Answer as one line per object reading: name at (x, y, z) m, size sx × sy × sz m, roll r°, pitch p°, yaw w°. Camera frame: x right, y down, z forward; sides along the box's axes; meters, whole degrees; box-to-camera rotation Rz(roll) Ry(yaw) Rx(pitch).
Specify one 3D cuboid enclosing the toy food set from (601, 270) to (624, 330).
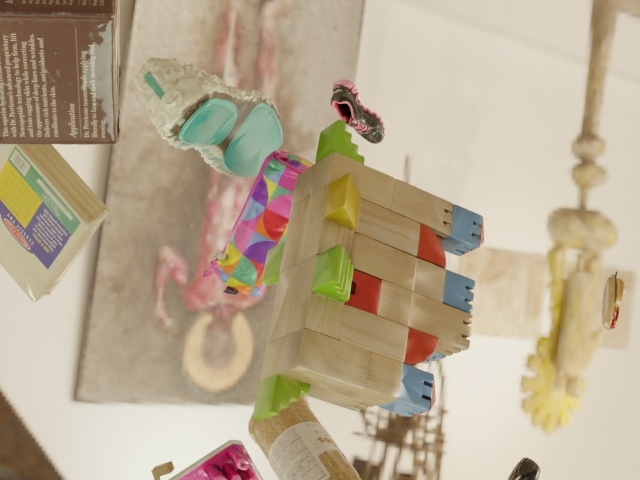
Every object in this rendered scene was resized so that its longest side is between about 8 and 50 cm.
toy food set at (0.413, 0.086, 1.689) m, size 0.020 × 0.083 × 0.082 m, roll 5°, pitch -163°, yaw 7°

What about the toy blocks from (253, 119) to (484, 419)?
toy blocks at (0.080, 0.073, 1.528) m, size 0.261 × 0.381 × 0.190 m, roll 22°, pitch 153°, yaw -25°

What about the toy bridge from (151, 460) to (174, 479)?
toy bridge at (-0.246, 0.469, 2.023) m, size 0.063 × 0.188 × 0.026 m, roll -19°, pitch -170°, yaw 14°

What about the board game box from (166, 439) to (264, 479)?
board game box at (-0.210, 0.559, 1.877) m, size 0.390 × 0.390 × 0.050 m, roll -32°, pitch -149°, yaw -11°

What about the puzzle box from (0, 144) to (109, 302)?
puzzle box at (-0.523, -0.120, 1.878) m, size 0.052 × 0.409 × 0.272 m, roll -38°, pitch 176°, yaw -42°

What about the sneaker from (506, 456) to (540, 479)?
sneaker at (0.347, 0.489, 1.998) m, size 0.124 × 0.283 × 0.107 m, roll 22°, pitch -147°, yaw 17°

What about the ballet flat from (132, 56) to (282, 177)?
ballet flat at (-0.166, -0.198, 1.801) m, size 0.147 × 0.147 × 0.409 m, roll 7°, pitch 175°, yaw 14°

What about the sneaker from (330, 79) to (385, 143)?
sneaker at (0.052, -0.183, 1.790) m, size 0.047 × 0.057 × 0.119 m, roll -24°, pitch 122°, yaw 32°

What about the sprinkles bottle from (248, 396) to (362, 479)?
sprinkles bottle at (0.001, 0.401, 1.984) m, size 0.121 × 0.121 × 0.355 m, roll 9°, pitch -155°, yaw -35°

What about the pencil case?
pencil case at (-0.086, -0.024, 1.840) m, size 0.104 × 0.236 × 0.104 m, roll 28°, pitch -167°, yaw -7°

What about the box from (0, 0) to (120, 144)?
box at (-0.309, -0.213, 1.234) m, size 0.203 × 0.167 × 0.168 m, roll 0°, pitch 135°, yaw -9°
